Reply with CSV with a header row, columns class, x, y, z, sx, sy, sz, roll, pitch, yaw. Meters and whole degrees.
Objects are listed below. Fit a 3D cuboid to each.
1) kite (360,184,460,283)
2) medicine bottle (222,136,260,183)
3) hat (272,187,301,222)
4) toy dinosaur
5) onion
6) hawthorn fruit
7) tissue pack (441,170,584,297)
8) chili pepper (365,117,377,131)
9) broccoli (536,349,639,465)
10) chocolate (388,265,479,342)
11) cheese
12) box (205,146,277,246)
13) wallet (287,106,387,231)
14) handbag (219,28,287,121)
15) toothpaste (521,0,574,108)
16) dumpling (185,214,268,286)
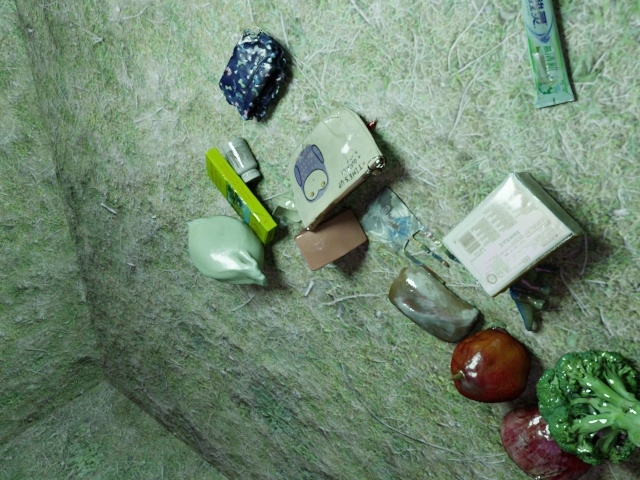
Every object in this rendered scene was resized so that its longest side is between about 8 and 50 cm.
class,x,y,z,sx,sy,sz,roll,pitch,yaw
kite,0.243,-0.004,1.262,0.310,0.015,0.169,46,134,11
medicine bottle,-0.257,-0.261,1.478,0.079,0.079,0.140,-24,96,43
hat,-0.078,-0.109,1.432,0.123,0.081,0.166,18,151,-16
toy dinosaur,0.474,0.106,1.115,0.188,0.075,0.247,26,131,38
onion,0.599,0.528,1.175,0.227,0.120,0.283,27,126,20
hawthorn fruit,0.419,0.321,1.150,0.190,0.252,0.189,-4,85,53
tissue pack,0.423,-0.012,1.006,0.185,0.124,0.225,54,125,19
chili pepper,0.094,-0.275,1.231,0.178,0.027,0.045,-34,88,41
broccoli,0.631,0.370,0.995,0.269,0.270,0.270,59,166,-1
chocolate,0.300,0.193,1.259,0.254,0.080,0.156,37,135,18
cheese,-0.001,0.004,1.342,0.203,0.177,0.128,-21,98,43
box,-0.271,-0.141,1.521,0.335,0.047,0.187,51,161,6
wallet,0.024,-0.203,1.219,0.335,0.068,0.274,-41,54,36
handbag,-0.190,-0.470,1.301,0.162,0.113,0.260,53,135,13
toothpaste,0.434,-0.413,0.884,0.075,0.048,0.296,-5,111,39
dumpling,-0.299,0.032,1.541,0.212,0.270,0.320,-43,55,38
